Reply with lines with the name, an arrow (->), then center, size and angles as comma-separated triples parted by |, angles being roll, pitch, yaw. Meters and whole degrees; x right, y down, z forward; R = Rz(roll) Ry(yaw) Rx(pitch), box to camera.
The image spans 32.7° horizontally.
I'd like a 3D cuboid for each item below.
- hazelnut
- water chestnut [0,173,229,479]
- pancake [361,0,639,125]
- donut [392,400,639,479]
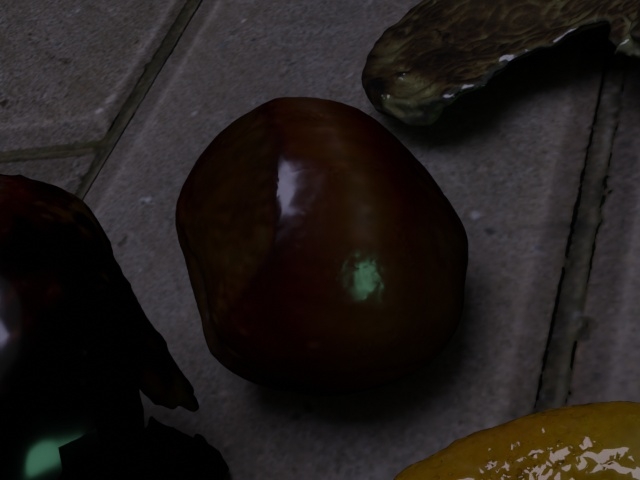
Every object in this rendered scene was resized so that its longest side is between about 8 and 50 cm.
hazelnut -> 0.000, 0.000, 0.656 | 0.178, 0.178, 0.204 | -38, 10, -12
water chestnut -> -0.195, 0.110, 0.579 | 0.244, 0.289, 0.289 | -3, 45, 13
pancake -> 0.167, -0.171, 0.803 | 0.288, 0.033, 0.286 | -35, 29, -5
donut -> 0.108, 0.178, 0.438 | 0.278, 0.108, 0.277 | -16, 41, 14
